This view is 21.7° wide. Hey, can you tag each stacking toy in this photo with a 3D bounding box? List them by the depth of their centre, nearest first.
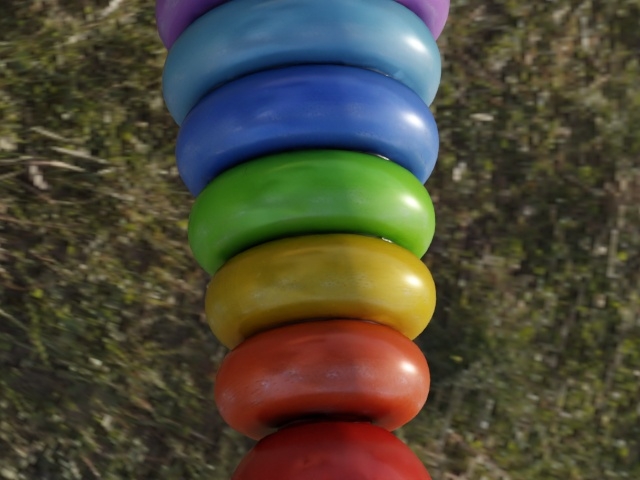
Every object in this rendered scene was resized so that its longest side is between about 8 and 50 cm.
[{"bbox_3d":[0.000,0.000,0.706,0.141,0.141,0.330,7,65,-27],"label":"stacking toy"}]
